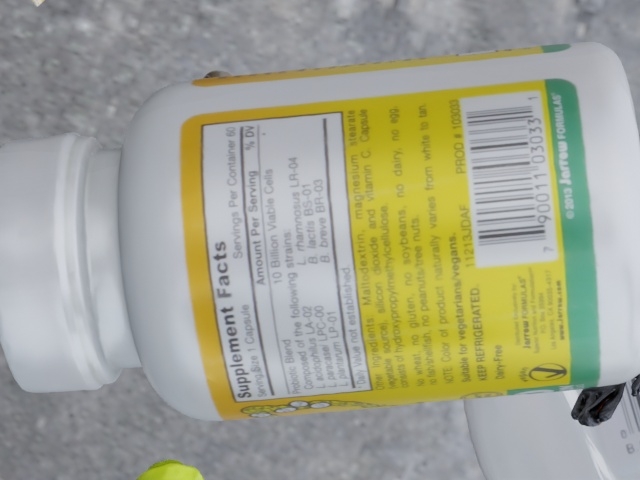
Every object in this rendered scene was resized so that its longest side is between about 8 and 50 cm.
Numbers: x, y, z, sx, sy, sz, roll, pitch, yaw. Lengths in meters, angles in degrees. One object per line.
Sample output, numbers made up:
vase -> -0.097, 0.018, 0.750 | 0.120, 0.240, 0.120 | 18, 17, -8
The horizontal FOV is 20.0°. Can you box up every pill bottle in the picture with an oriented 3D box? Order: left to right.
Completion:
pill bottle -> 0.000, 0.000, 0.610 | 0.117, 0.208, 0.117 | -5, 90, -86

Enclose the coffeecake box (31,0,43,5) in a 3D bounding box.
coffeecake box -> -0.145, -0.253, 1.074 | 0.185, 0.068, 0.142 | -41, 147, -3

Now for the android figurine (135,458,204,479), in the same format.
android figurine -> -0.009, 0.182, 0.443 | 0.056, 0.272, 0.248 | -31, 135, 24

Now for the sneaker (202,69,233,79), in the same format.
sneaker -> -0.014, 0.001, 0.803 | 0.071, 0.188, 0.066 | 9, 132, -29

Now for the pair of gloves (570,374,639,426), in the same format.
pair of gloves -> 0.157, 0.060, 0.841 | 0.010, 0.083, 0.074 | 60, 35, -12

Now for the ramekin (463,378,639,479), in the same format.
ramekin -> 0.214, 0.078, 1.003 | 0.135, 0.277, 0.277 | 1, 105, -63
